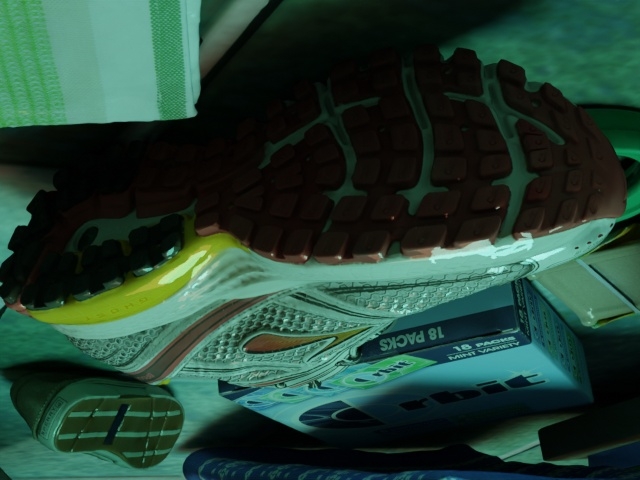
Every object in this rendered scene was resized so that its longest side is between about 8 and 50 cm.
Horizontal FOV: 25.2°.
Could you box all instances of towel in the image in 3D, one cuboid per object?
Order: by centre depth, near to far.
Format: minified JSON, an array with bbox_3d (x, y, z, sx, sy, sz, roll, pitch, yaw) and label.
[{"bbox_3d":[-0.110,-0.065,0.406,0.152,0.023,0.113,-3,157,-7],"label":"towel"},{"bbox_3d":[0.083,0.144,0.885,0.243,0.040,0.336,6,170,-27],"label":"towel"}]

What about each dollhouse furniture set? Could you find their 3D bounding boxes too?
[{"bbox_3d":[0.175,0.019,0.716,0.076,0.058,0.152,-16,140,41],"label":"dollhouse furniture set"}]

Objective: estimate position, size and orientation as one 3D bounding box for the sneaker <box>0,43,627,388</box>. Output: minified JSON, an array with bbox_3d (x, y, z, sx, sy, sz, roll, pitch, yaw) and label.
[{"bbox_3d":[0.000,0.000,0.499,0.225,0.088,0.093,-11,140,31],"label":"sneaker"}]

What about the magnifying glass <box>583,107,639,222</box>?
[{"bbox_3d":[0.029,-0.017,0.574,0.231,0.026,0.092,-9,159,-2],"label":"magnifying glass"}]

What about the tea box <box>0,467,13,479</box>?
[{"bbox_3d":[-0.246,0.260,0.717,0.220,0.323,0.329,-56,146,5],"label":"tea box"}]

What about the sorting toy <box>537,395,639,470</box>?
[{"bbox_3d":[0.323,0.139,0.942,0.257,0.089,0.255,0,163,-25],"label":"sorting toy"}]

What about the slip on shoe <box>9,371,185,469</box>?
[{"bbox_3d":[-0.123,0.098,0.801,0.041,0.051,0.135,27,-176,26],"label":"slip on shoe"}]

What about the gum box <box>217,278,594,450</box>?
[{"bbox_3d":[0.051,0.068,0.773,0.157,0.041,0.184,-14,160,18],"label":"gum box"}]
